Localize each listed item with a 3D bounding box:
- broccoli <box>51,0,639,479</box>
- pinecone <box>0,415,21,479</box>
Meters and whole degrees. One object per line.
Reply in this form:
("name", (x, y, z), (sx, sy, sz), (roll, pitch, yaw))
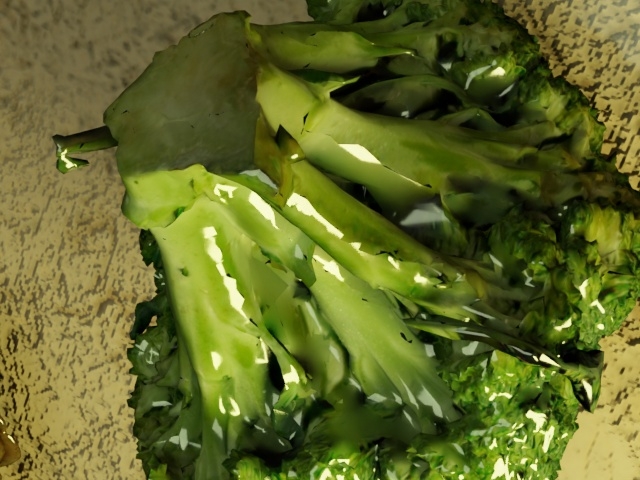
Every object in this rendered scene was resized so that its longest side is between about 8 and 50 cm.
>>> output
("broccoli", (0.000, 0.000, 0.822), (0.304, 0.283, 0.321), (-32, 51, 14))
("pinecone", (-0.301, 0.143, 1.041), (0.179, 0.204, 0.184), (-8, 109, 32))
